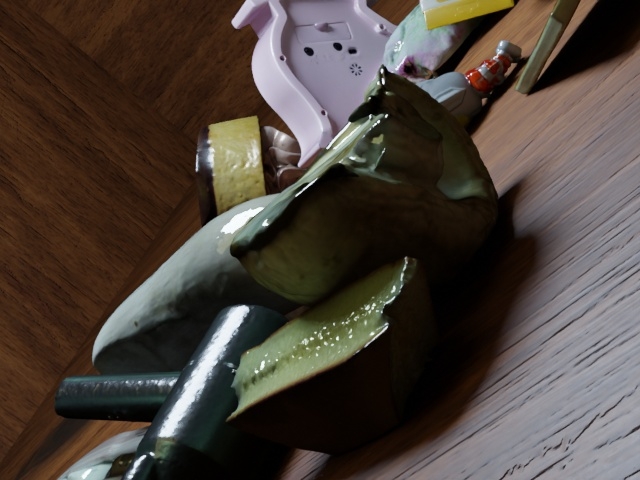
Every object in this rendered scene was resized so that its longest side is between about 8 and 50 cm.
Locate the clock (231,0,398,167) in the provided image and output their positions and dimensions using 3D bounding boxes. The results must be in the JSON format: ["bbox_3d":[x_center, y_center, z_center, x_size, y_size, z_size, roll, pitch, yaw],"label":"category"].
[{"bbox_3d":[0.048,-0.242,2.023,0.290,0.275,0.080,-14,-14,-31],"label":"clock"}]

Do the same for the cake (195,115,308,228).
[{"bbox_3d":[-0.089,-0.089,2.139,0.207,0.178,0.185,-84,-9,-45],"label":"cake"}]

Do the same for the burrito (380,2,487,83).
[{"bbox_3d":[0.158,-0.287,1.927,0.229,0.089,0.144,-53,7,-23],"label":"burrito"}]

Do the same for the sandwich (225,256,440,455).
[{"bbox_3d":[0.019,0.103,1.107,0.258,0.096,0.094,-34,26,54],"label":"sandwich"}]

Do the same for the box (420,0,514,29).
[{"bbox_3d":[0.180,-0.408,1.862,0.129,0.247,0.033,-12,-10,20],"label":"box"}]

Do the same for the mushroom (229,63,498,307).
[{"bbox_3d":[0.048,-0.020,1.189,0.189,0.164,0.267,-47,6,17],"label":"mushroom"}]

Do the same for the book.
[{"bbox_3d":[0.274,-0.299,1.362,0.295,0.020,0.208,-62,-5,-12],"label":"book"}]

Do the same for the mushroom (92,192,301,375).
[{"bbox_3d":[-0.069,0.050,1.434,0.397,0.177,0.126,-43,13,38],"label":"mushroom"}]

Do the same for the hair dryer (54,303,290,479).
[{"bbox_3d":[-0.172,0.189,1.340,0.302,0.116,0.244,-6,39,41],"label":"hair dryer"}]

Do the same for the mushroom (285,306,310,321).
[{"bbox_3d":[-0.001,0.000,1.574,0.278,0.099,0.096,-48,15,-4],"label":"mushroom"}]

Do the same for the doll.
[{"bbox_3d":[0.148,-0.159,1.552,0.180,0.079,0.094,-37,-4,3],"label":"doll"}]

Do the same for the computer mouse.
[{"bbox_3d":[-0.219,0.278,1.477,0.389,0.115,0.199,-43,16,42],"label":"computer mouse"}]
